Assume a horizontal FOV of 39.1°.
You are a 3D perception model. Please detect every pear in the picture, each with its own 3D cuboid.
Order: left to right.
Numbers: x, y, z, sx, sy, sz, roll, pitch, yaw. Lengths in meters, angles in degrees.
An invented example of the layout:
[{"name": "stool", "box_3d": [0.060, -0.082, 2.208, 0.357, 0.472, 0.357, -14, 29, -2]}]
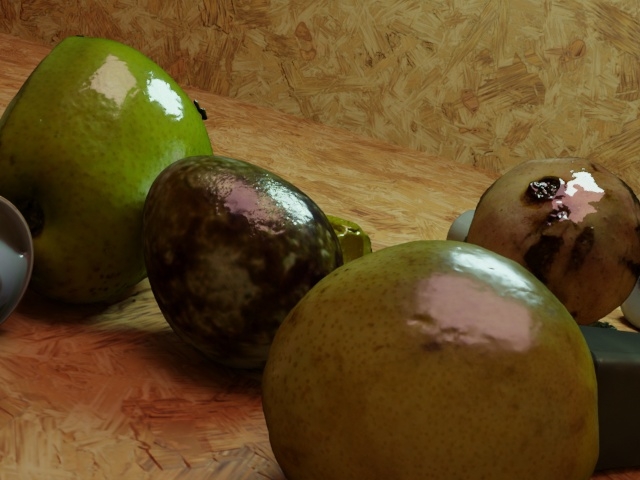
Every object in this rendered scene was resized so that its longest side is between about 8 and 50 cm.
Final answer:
[{"name": "pear", "box_3d": [-0.299, -0.057, 1.215, 0.239, 0.342, 0.318, 13, 42, 13]}, {"name": "pear", "box_3d": [0.094, 0.145, 0.848, 0.304, 0.303, 0.304, 13, 15, -4]}]

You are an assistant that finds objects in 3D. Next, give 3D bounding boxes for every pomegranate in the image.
[{"name": "pomegranate", "box_3d": [0.407, 0.005, 1.568, 0.322, 0.322, 0.322, 13, 15, -4]}]

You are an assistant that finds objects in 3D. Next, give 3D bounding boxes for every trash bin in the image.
[{"name": "trash bin", "box_3d": [0.348, 0.194, 1.127, 0.241, 0.164, 0.122, 5, 18, -31]}]

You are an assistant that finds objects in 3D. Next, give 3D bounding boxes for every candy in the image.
[{"name": "candy", "box_3d": [0.000, 0.000, 1.623, 0.094, 0.106, 0.199, 24, 1, -40]}]

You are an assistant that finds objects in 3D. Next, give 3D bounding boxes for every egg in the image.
[{"name": "egg", "box_3d": [-0.100, 0.022, 1.127, 0.238, 0.289, 0.238, -31, 7, 4]}]

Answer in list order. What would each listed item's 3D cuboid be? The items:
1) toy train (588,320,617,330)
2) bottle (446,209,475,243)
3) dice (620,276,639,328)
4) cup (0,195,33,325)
[{"name": "toy train", "box_3d": [0.493, 0.163, 1.608, 0.053, 0.033, 0.083, 21, 16, 36]}, {"name": "bottle", "box_3d": [0.373, 0.033, 1.806, 0.121, 0.120, 0.253, 3, 21, -36]}, {"name": "dice", "box_3d": [0.713, 0.093, 1.753, 0.193, 0.194, 0.192, 2, 21, -44]}, {"name": "cup", "box_3d": [-0.489, 0.021, 1.042, 0.264, 0.182, 0.226, 16, 45, 34]}]
